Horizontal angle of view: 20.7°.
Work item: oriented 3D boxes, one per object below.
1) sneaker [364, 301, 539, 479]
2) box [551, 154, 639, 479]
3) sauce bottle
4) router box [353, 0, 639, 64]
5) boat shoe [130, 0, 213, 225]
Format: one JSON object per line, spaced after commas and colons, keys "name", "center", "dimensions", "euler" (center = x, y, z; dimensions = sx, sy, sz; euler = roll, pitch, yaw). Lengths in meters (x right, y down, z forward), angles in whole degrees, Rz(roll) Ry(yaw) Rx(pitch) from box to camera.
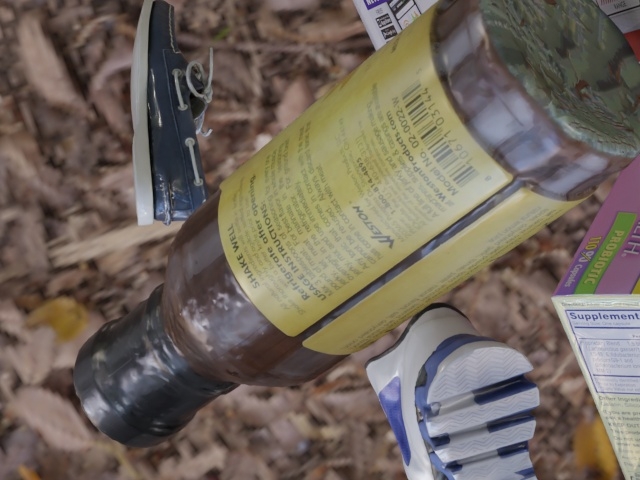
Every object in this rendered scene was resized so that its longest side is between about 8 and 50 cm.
{"name": "sneaker", "center": [0.124, 0.183, 1.588], "dimensions": [0.127, 0.182, 0.315], "euler": [-10, 120, -12]}
{"name": "box", "center": [0.321, 0.072, 1.502], "dimensions": [0.117, 0.213, 0.243], "euler": [-1, 128, 35]}
{"name": "sauce bottle", "center": [0.000, 0.000, 0.841], "dimensions": [0.344, 0.111, 0.111], "euler": [-35, 88, 37]}
{"name": "router box", "center": [0.086, -0.201, 0.907], "dimensions": [0.301, 0.082, 0.335], "euler": [64, 163, -6]}
{"name": "boat shoe", "center": [-0.142, -0.128, 1.678], "dimensions": [0.079, 0.254, 0.095], "euler": [0, 144, -7]}
